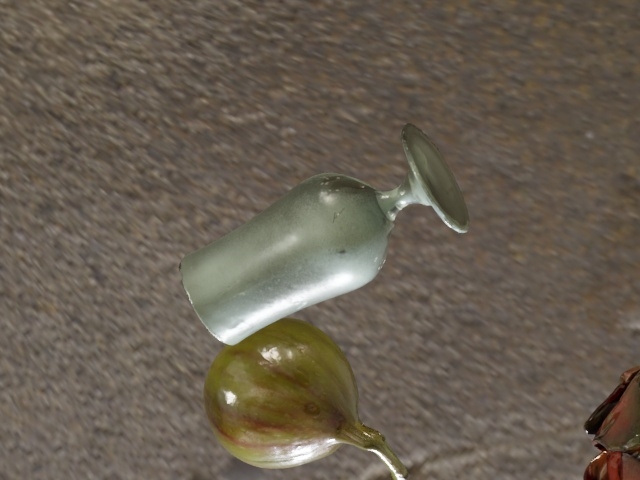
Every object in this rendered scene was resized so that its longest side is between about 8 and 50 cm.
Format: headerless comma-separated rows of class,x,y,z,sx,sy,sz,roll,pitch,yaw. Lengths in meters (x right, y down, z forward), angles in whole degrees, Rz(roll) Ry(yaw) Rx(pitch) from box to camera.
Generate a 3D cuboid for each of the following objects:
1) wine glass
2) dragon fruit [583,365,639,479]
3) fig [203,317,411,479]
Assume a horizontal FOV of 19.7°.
wine glass,0.000,0.000,1.528,0.231,0.103,0.103,-28,114,17
dragon fruit,0.222,0.121,0.951,0.182,0.182,0.188,-45,132,-5
fig,-0.024,0.162,1.758,0.142,0.186,0.148,-24,127,-35
